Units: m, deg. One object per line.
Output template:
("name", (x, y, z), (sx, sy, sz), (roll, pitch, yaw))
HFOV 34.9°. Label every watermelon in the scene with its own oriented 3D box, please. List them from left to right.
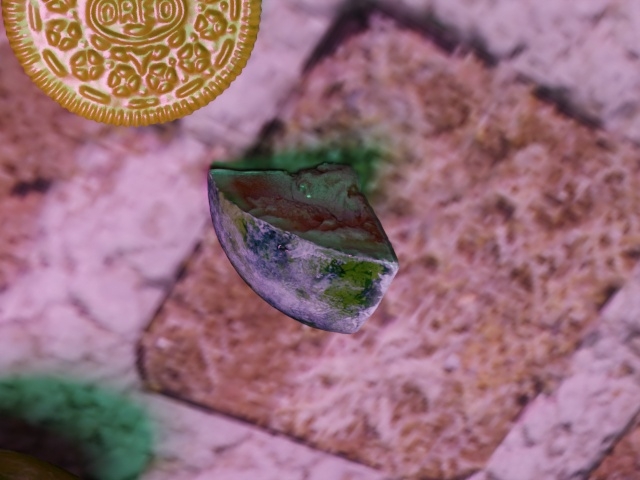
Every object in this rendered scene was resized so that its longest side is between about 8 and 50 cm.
("watermelon", (0.000, 0.000, 0.393), (0.085, 0.085, 0.061), (43, 71, -31))

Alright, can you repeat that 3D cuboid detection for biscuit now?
("biscuit", (-0.061, -0.078, 0.334), (0.084, 0.023, 0.084), (-6, 119, -12))

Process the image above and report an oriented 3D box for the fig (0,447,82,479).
("fig", (-0.144, 0.128, 0.375), (0.156, 0.123, 0.123), (36, 104, -19))
